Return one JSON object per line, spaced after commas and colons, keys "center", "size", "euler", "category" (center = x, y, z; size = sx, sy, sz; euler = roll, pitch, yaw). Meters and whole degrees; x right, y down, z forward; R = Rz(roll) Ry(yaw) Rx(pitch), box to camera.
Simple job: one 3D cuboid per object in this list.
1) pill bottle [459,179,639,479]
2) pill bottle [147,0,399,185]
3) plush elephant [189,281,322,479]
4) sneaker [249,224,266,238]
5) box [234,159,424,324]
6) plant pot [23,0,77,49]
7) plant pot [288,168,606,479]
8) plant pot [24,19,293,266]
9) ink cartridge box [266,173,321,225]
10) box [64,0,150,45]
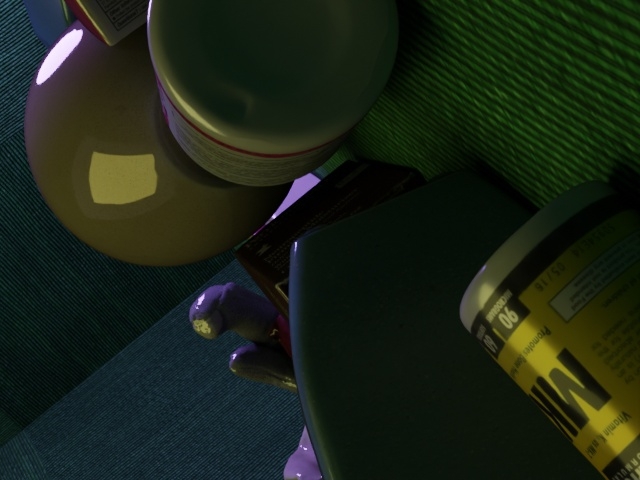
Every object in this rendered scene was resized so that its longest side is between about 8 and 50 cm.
{"center": [0.186, 0.077, 0.582], "size": [0.208, 0.119, 0.119], "euler": [48, 172, 22], "category": "pill bottle"}
{"center": [-0.042, -0.125, 0.798], "size": [0.160, 0.160, 0.283], "euler": [51, 173, 0], "category": "pill bottle"}
{"center": [0.028, 0.166, 1.311], "size": [0.330, 0.272, 0.255], "euler": [45, -158, -39], "category": "plush elephant"}
{"center": [-0.163, -0.079, 2.021], "size": [0.252, 0.103, 0.111], "euler": [49, 171, 20], "category": "sneaker"}
{"center": [0.043, 0.038, 1.062], "size": [0.167, 0.168, 0.203], "euler": [52, 172, -16], "category": "box"}
{"center": [-0.267, -0.318, 1.266], "size": [0.166, 0.165, 0.234], "euler": [47, 164, 26], "category": "plant pot"}
{"center": [0.090, 0.093, 0.825], "size": [0.247, 0.248, 0.252], "euler": [99, 148, -81], "category": "plant pot"}
{"center": [-0.128, -0.111, 1.036], "size": [0.284, 0.284, 0.191], "euler": [53, 162, -17], "category": "plant pot"}
{"center": [0.000, 0.000, 1.468], "size": [0.203, 0.086, 0.148], "euler": [55, 171, -29], "category": "ink cartridge box"}
{"center": [-0.203, -0.310, 0.919], "size": [0.232, 0.148, 0.127], "euler": [56, 172, -30], "category": "box"}
